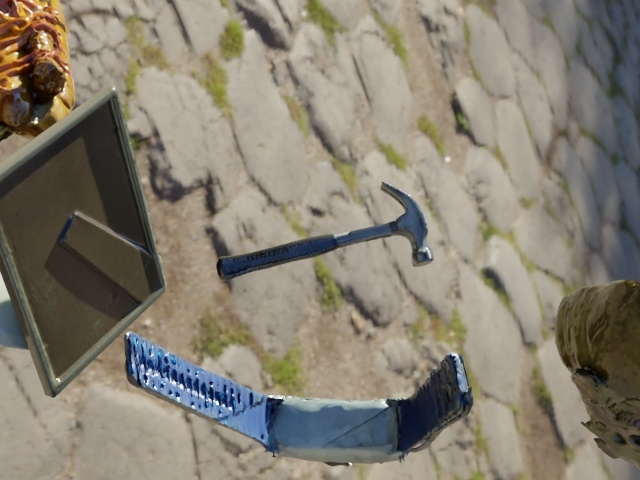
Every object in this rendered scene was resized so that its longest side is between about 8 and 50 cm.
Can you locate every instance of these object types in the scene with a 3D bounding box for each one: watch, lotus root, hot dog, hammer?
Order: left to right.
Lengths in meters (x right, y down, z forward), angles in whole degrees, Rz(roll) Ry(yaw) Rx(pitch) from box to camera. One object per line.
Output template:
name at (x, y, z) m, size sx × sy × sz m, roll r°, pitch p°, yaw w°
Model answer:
hot dog at (-0.376, -0.233, 1.284) m, size 0.349 × 0.158 × 0.117 m, roll -113°, pitch -154°, yaw -51°
watch at (-0.028, 0.148, 0.961) m, size 0.274 × 0.276 × 0.068 m, roll 106°, pitch -12°, yaw -72°
hammer at (0.000, 0.000, 1.249) m, size 0.029 × 0.246 × 0.103 m, roll 89°, pitch -10°, yaw -78°
lotus root at (0.244, 0.120, 0.816) m, size 0.078 × 0.203 × 0.183 m, roll -43°, pitch 88°, yaw -19°

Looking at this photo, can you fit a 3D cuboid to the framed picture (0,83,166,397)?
framed picture at (-0.264, 0.003, 1.198) m, size 0.213 × 0.016 × 0.289 m, roll -47°, pitch 142°, yaw -39°

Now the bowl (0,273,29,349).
bowl at (-0.426, 0.029, 1.250) m, size 0.277 × 0.277 × 0.145 m, roll 19°, pitch 82°, yaw -55°
